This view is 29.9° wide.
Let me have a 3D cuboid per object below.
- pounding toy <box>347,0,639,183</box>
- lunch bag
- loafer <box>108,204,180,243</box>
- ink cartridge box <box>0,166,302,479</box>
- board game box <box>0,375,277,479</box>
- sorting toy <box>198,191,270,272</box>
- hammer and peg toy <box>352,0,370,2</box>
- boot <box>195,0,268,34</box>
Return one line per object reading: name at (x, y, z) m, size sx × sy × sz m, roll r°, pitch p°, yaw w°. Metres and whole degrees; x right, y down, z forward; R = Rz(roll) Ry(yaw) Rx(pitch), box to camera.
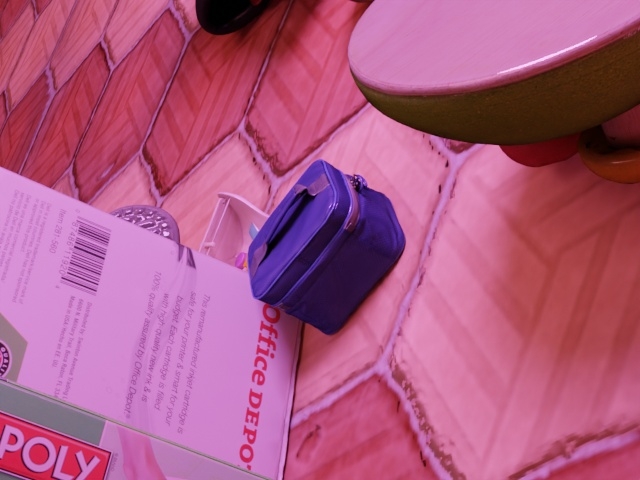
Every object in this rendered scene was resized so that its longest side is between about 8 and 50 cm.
pounding toy at (0.140, -0.086, 0.549) m, size 0.237 × 0.110 × 0.183 m, roll -20°, pitch 30°, yaw 14°
lunch bag at (0.000, 0.000, 0.729) m, size 0.098 × 0.065 × 0.067 m, roll -53°, pitch 28°, yaw 21°
loafer at (-0.134, 0.101, 0.879) m, size 0.087 × 0.094 × 0.251 m, roll 70°, pitch -155°, yaw -65°
ink cartridge box at (-0.132, 0.077, 0.729) m, size 0.092 × 0.219 × 0.160 m, roll -37°, pitch 36°, yaw 47°
board game box at (-0.091, 0.178, 0.452) m, size 0.046 × 0.317 × 0.213 m, roll -28°, pitch 43°, yaw 51°
sorting toy at (-0.053, 0.012, 0.846) m, size 0.075 × 0.045 × 0.083 m, roll 3°, pitch 68°, yaw 54°
hammer and peg toy at (-0.022, -0.340, 0.956) m, size 0.361 × 0.127 × 0.266 m, roll 42°, pitch 98°, yaw 29°
boot at (-0.047, -0.309, 1.080) m, size 0.244 × 0.088 × 0.176 m, roll -57°, pitch 30°, yaw 24°
